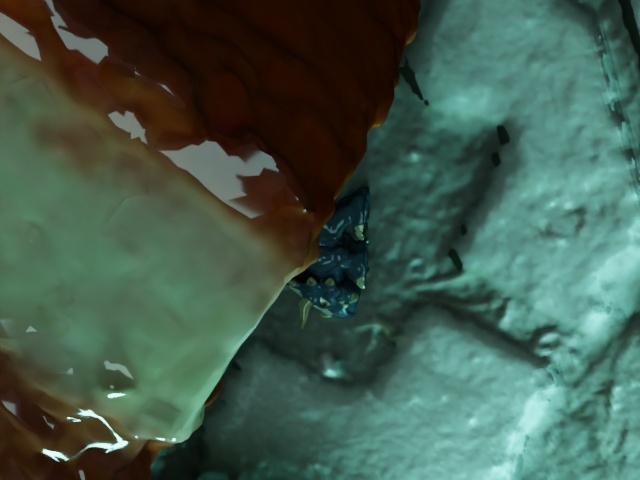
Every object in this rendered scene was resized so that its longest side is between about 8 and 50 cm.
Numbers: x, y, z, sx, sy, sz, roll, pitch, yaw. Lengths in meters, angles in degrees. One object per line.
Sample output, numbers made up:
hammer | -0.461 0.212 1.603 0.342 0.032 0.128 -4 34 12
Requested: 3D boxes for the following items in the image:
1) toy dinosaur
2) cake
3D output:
toy dinosaur | 0.000 0.000 0.782 0.047 0.030 0.083 1 109 6
cake | -0.144 -0.038 0.592 0.269 0.270 0.319 40 123 -9
